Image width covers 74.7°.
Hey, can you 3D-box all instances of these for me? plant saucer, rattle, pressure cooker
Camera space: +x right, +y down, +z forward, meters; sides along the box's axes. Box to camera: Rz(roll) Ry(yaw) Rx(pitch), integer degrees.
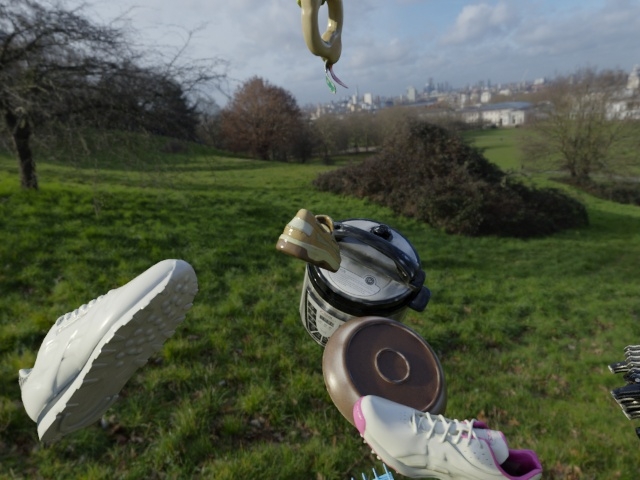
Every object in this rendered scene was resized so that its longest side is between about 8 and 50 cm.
[{"bbox_3d":[0.159,0.297,0.966,0.310,0.050,0.310,11,46,-11],"label":"plant saucer"},{"bbox_3d":[-0.026,-0.379,0.786,0.142,0.200,0.130,2,55,13],"label":"rattle"},{"bbox_3d":[0.120,0.130,1.356,0.370,0.420,0.375,-5,49,-15],"label":"pressure cooker"}]

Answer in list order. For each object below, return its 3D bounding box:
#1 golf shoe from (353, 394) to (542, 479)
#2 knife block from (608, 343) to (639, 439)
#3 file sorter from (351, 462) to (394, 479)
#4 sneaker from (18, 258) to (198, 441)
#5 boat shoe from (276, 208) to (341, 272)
[{"bbox_3d":[0.199,0.315,0.657,0.306,0.140,0.115,32,23,-5],"label":"golf shoe"},{"bbox_3d":[0.573,0.216,0.576,0.275,0.242,0.088,19,32,22],"label":"knife block"},{"bbox_3d":[0.169,0.844,1.397,0.170,0.104,0.118,-24,34,-1],"label":"file sorter"},{"bbox_3d":[-0.230,0.098,0.441,0.095,0.235,0.090,45,3,24],"label":"sneaker"},{"bbox_3d":[0.000,0.000,0.589,0.068,0.072,0.190,20,-4,13],"label":"boat shoe"}]
